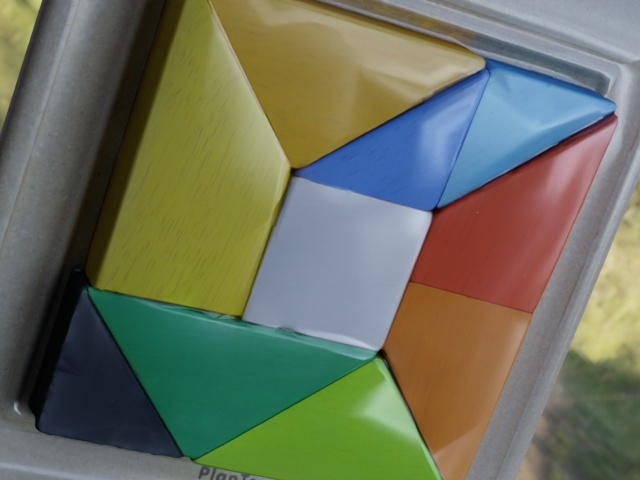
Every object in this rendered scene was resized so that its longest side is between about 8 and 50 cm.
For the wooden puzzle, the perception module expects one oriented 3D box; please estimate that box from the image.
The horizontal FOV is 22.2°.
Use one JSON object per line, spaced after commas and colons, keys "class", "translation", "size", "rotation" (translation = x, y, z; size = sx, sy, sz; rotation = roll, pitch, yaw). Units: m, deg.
{"class": "wooden puzzle", "translation": [0.000, 0.000, 0.541], "size": [0.221, 0.238, 0.044], "rotation": [14, 10, -23]}
